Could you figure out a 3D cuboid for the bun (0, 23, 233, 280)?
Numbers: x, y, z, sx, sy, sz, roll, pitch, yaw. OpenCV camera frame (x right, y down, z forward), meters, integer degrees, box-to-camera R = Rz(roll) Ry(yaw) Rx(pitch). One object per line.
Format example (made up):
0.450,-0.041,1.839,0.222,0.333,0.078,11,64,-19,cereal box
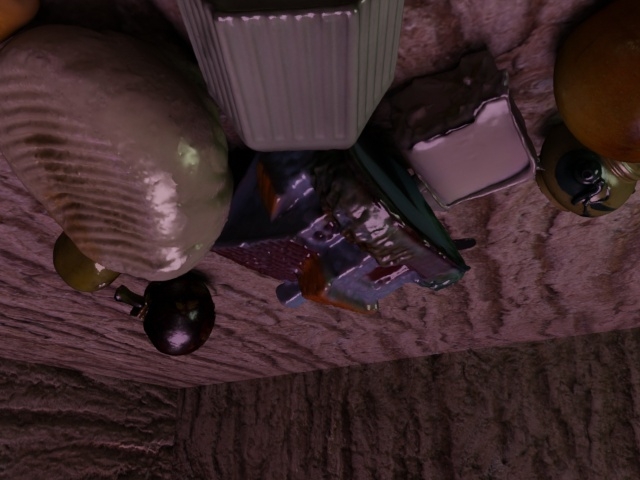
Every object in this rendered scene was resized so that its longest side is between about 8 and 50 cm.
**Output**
-0.276,-0.129,0.698,0.366,0.219,0.364,18,133,21,bun

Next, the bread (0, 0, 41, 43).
-0.485,-0.260,0.579,0.306,0.091,0.142,-13,158,23,bread

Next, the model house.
0.000,0.000,0.830,0.339,0.297,0.360,-36,145,20,model house

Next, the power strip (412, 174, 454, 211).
0.267,-0.132,0.959,0.118,0.046,0.270,5,152,-22,power strip

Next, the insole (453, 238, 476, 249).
0.297,0.023,1.337,0.254,0.005,0.086,-7,155,11,insole

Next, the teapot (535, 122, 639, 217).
0.483,-0.140,0.824,0.270,0.173,0.183,-26,175,-35,teapot

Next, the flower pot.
-0.030,-0.235,0.526,0.209,0.239,0.189,-29,157,-12,flower pot

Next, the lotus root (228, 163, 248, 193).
-0.143,-0.077,0.937,0.323,0.139,0.158,0,176,-24,lotus root

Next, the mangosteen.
-0.448,0.209,1.408,0.290,0.231,0.231,12,151,-18,mangosteen

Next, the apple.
0.433,-0.223,0.641,0.237,0.207,0.237,-19,156,-9,apple

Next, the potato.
-0.461,0.007,1.024,0.228,0.197,0.149,-50,142,13,potato

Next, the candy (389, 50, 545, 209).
0.224,-0.164,0.745,0.185,0.137,0.195,-22,133,31,candy
